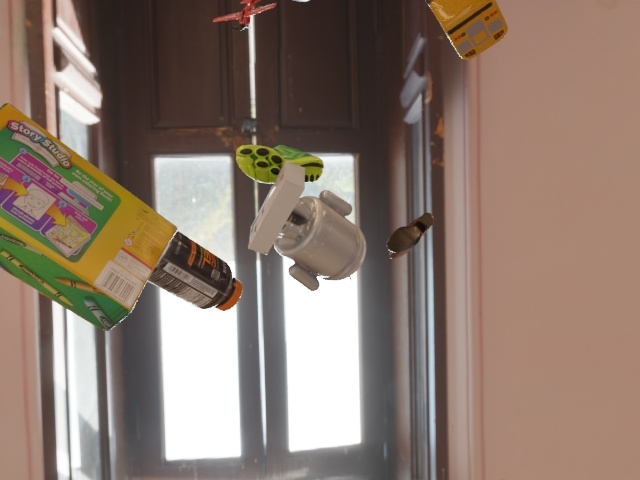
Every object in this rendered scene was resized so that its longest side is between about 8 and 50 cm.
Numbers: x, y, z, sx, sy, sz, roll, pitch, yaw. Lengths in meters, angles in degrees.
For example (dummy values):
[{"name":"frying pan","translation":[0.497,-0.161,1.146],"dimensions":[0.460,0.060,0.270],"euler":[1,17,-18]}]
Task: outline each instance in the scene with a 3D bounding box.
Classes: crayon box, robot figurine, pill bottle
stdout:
[{"name":"crayon box","translation":[-0.346,-0.029,0.701],"dimensions":[0.278,0.165,0.081],"euler":[40,128,-22]},{"name":"robot figurine","translation":[0.000,0.000,1.607],"dimensions":[0.354,0.299,0.200],"euler":[32,168,-38]},{"name":"pill bottle","translation":[-0.293,0.076,1.224],"dimensions":[0.131,0.130,0.246],"euler":[1,151,44]}]

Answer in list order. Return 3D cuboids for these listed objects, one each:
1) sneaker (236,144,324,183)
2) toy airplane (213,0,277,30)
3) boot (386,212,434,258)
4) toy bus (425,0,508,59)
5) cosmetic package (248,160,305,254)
[{"name":"sneaker","translation":[-0.132,-0.233,1.623],"dimensions":[0.296,0.109,0.123],"euler":[4,-161,-37]},{"name":"toy airplane","translation":[-0.157,-0.499,1.151],"dimensions":[0.151,0.151,0.028],"euler":[0,146,22]},{"name":"boot","translation":[0.130,0.009,0.878],"dimensions":[0.106,0.037,0.114],"euler":[-31,169,-27]},{"name":"toy bus","translation":[0.265,-0.535,1.108],"dimensions":[0.108,0.332,0.130],"euler":[-31,140,23]},{"name":"cosmetic package","translation":[-0.116,-0.082,1.386],"dimensions":[0.061,0.239,0.098],"euler":[20,-145,-18]}]
